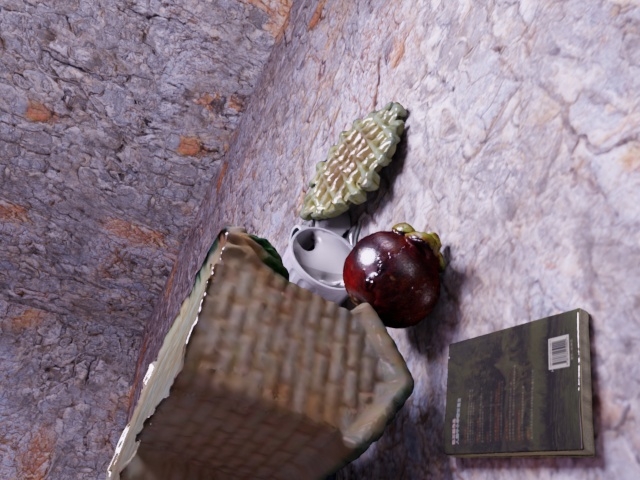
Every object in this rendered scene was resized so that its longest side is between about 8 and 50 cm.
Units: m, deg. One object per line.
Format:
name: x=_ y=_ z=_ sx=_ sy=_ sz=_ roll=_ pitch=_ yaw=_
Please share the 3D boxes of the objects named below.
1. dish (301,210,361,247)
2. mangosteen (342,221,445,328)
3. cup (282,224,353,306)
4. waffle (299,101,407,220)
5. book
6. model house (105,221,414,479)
dish: x=0.000 y=0.000 z=1.370 sx=0.246 sy=0.078 sz=0.224 roll=-22 pitch=51 yaw=63
mangosteen: x=0.126 y=0.048 z=0.928 sx=0.180 sy=0.166 sz=0.166 roll=-48 pitch=19 yaw=-10
cup: x=-0.019 y=0.082 z=1.254 sx=0.202 sy=0.166 sz=0.221 roll=-57 pitch=8 yaw=38
waffle: x=0.073 y=-0.177 z=1.304 sx=0.309 sy=0.056 sz=0.292 roll=-23 pitch=38 yaw=54
book: x=0.233 y=0.183 z=0.711 sx=0.228 sy=0.024 sz=0.160 roll=-36 pitch=39 yaw=56
model house: x=-0.076 y=0.262 z=0.934 sx=0.445 sy=0.400 sz=0.395 roll=-55 pitch=14 yaw=39
